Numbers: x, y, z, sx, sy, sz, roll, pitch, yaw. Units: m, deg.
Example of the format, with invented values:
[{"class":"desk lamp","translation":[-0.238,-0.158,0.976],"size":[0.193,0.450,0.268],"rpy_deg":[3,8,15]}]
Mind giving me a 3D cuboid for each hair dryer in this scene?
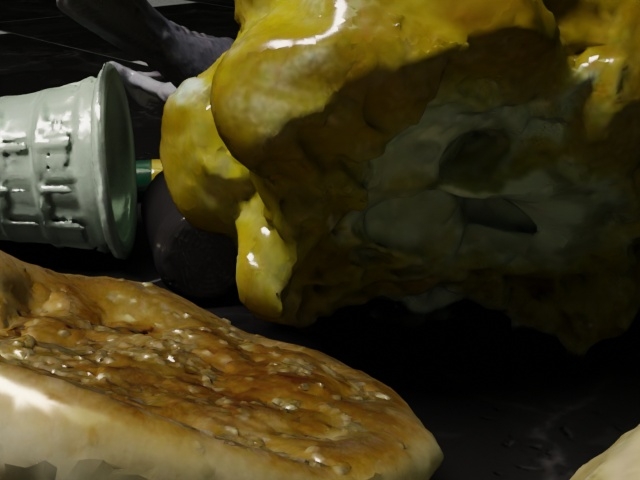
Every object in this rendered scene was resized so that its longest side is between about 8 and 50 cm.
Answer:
[{"class":"hair dryer","translation":[0.000,0.000,0.764],"size":[0.248,0.070,0.114],"rpy_deg":[4,17,-14]}]

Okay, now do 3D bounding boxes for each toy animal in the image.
[{"class":"toy animal","translation":[-0.089,-0.130,0.863],"size":[0.367,0.081,0.206],"rpy_deg":[30,-5,-41]}]

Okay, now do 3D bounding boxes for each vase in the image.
[{"class":"vase","translation":[-0.292,-0.048,0.769],"size":[0.299,0.143,0.143],"rpy_deg":[-4,20,-2]}]

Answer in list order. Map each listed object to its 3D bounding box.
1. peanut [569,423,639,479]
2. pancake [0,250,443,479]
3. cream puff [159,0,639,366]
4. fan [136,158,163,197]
[{"class":"peanut","translation":[0.114,0.132,0.282],"size":[0.136,0.120,0.298],"rpy_deg":[11,22,15]},{"class":"pancake","translation":[-0.075,0.057,0.463],"size":[0.282,0.049,0.282],"rpy_deg":[18,5,-2]},{"class":"cream puff","translation":[0.075,-0.097,0.636],"size":[0.323,0.270,0.274],"rpy_deg":[6,27,-21]},{"class":"fan","translation":[-0.122,-0.056,0.927],"size":[0.155,0.039,0.082],"rpy_deg":[-4,20,-9]}]
